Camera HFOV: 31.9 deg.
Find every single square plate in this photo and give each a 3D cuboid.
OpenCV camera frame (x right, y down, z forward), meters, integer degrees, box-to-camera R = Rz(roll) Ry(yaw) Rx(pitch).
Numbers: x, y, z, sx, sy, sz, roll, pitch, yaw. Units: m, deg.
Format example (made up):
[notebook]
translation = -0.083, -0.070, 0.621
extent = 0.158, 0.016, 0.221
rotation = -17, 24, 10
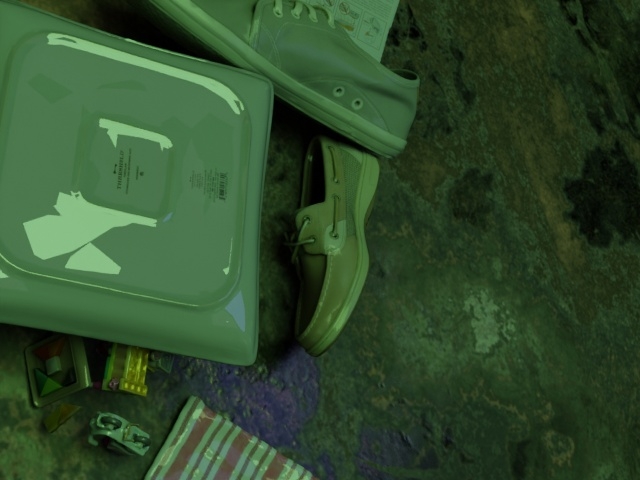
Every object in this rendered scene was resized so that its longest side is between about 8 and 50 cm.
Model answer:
[square plate]
translation = -0.203, -0.068, 1.143
extent = 0.344, 0.049, 0.347
rotation = 13, 66, -25

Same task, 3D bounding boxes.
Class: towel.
[towel]
translation = -0.096, 0.278, 1.240
extent = 0.197, 0.029, 0.144
rotation = 37, 55, -18

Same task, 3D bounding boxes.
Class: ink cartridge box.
[ink cartridge box]
translation = 0.023, -0.367, 1.568
extent = 0.189, 0.066, 0.232
rotation = 22, 82, -27

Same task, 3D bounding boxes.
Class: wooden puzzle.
[wooden puzzle]
translation = -0.270, 0.130, 1.146
extent = 0.014, 0.078, 0.116
rotation = 20, 44, -60

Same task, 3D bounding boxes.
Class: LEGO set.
[LEGO set]
translation = -0.208, 0.083, 1.215
extent = 0.132, 0.107, 0.287
rotation = 63, 35, -45

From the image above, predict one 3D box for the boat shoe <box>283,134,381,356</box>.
[boat shoe]
translation = 0.000, 0.000, 1.368
extent = 0.098, 0.109, 0.302
rotation = 25, 54, -19

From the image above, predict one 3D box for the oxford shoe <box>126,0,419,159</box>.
[oxford shoe]
translation = -0.053, -0.243, 1.369
extent = 0.449, 0.169, 0.130
rotation = 25, 96, -32
